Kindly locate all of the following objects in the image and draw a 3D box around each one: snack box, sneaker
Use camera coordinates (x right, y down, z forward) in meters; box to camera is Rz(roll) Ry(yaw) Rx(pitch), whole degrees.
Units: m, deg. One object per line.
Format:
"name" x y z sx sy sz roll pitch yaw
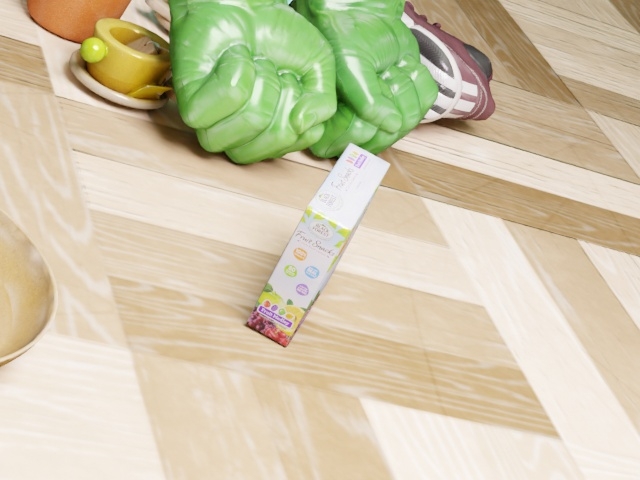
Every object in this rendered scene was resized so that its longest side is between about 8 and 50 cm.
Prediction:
"snack box" 0.000 0.000 1.199 0.037 0.100 0.141 28 25 2
"sneaker" 0.065 -0.197 1.678 0.162 0.106 0.281 11 32 -52

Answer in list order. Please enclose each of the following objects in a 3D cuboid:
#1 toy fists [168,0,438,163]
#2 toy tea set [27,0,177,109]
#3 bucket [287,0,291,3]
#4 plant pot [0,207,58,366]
"toy fists" -0.009 -0.136 1.404 0.096 0.142 0.279 -8 -3 40
"toy tea set" -0.096 -0.207 1.479 0.336 0.124 0.200 -3 38 -48
"bucket" -0.072 -0.358 1.561 0.281 0.281 0.183 18 56 -19
"plant pot" -0.268 0.011 0.994 0.236 0.032 0.236 21 25 -10
